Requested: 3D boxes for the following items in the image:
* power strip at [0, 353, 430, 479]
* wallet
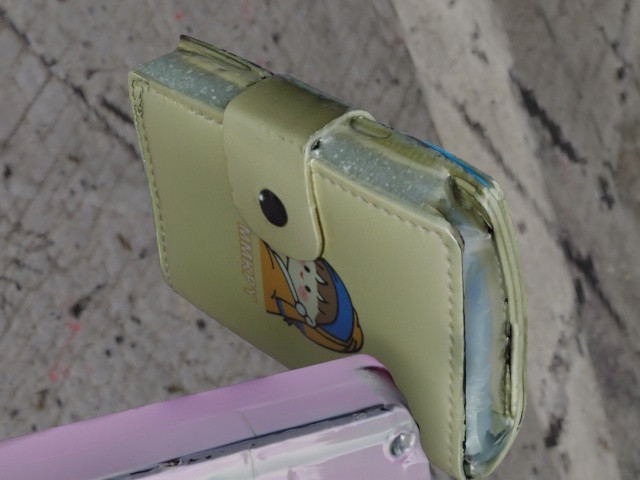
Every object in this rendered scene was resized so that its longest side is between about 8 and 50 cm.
[{"bbox_3d":[-0.092,0.111,0.372,0.279,0.037,0.109,-12,115,-18],"label":"power strip"},{"bbox_3d":[0.000,0.000,0.453,0.039,0.155,0.110,-32,133,-31],"label":"wallet"}]
